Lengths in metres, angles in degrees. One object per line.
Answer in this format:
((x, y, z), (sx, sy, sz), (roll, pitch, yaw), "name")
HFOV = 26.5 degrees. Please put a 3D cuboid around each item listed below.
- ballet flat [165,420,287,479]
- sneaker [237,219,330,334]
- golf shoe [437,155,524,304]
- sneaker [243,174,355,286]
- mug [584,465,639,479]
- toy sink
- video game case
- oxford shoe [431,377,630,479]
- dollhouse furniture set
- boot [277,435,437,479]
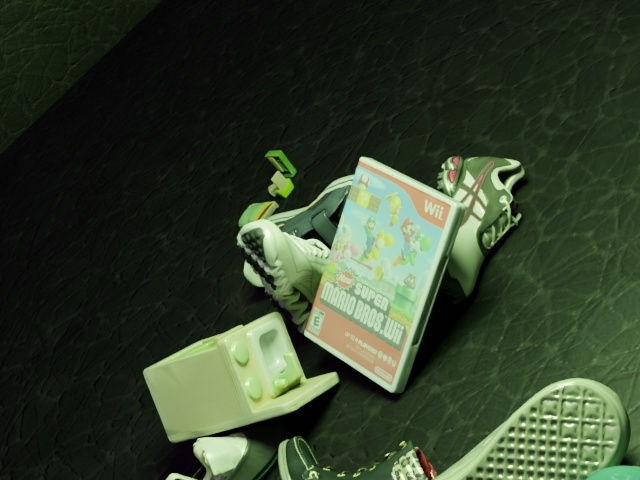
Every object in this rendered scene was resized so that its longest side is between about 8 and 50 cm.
((-0.163, 0.351, 1.957), (0.280, 0.096, 0.095), (-48, 30, -14), "ballet flat")
((-0.040, 0.034, 2.071), (0.118, 0.292, 0.110), (-39, 62, -7), "sneaker")
((0.231, -0.028, 2.012), (0.120, 0.105, 0.273), (-8, 47, 22), "golf shoe")
((0.000, 0.000, 2.216), (0.321, 0.126, 0.127), (-26, 26, 45), "sneaker")
((0.317, 0.300, 1.437), (0.158, 0.129, 0.097), (-12, 37, 40), "mug")
((-0.117, 0.195, 2.018), (0.234, 0.131, 0.153), (-19, 4, 34), "toy sink")
((0.087, 0.047, 1.945), (0.204, 0.025, 0.285), (30, 108, 43), "video game case")
((0.182, 0.326, 1.579), (0.449, 0.130, 0.169), (-43, 73, 13), "oxford shoe")
((-0.105, -0.093, 2.525), (0.076, 0.058, 0.152), (2, 50, 51), "dollhouse furniture set")
((0.052, 0.306, 1.737), (0.178, 0.085, 0.236), (-38, 41, 9), "boot")
